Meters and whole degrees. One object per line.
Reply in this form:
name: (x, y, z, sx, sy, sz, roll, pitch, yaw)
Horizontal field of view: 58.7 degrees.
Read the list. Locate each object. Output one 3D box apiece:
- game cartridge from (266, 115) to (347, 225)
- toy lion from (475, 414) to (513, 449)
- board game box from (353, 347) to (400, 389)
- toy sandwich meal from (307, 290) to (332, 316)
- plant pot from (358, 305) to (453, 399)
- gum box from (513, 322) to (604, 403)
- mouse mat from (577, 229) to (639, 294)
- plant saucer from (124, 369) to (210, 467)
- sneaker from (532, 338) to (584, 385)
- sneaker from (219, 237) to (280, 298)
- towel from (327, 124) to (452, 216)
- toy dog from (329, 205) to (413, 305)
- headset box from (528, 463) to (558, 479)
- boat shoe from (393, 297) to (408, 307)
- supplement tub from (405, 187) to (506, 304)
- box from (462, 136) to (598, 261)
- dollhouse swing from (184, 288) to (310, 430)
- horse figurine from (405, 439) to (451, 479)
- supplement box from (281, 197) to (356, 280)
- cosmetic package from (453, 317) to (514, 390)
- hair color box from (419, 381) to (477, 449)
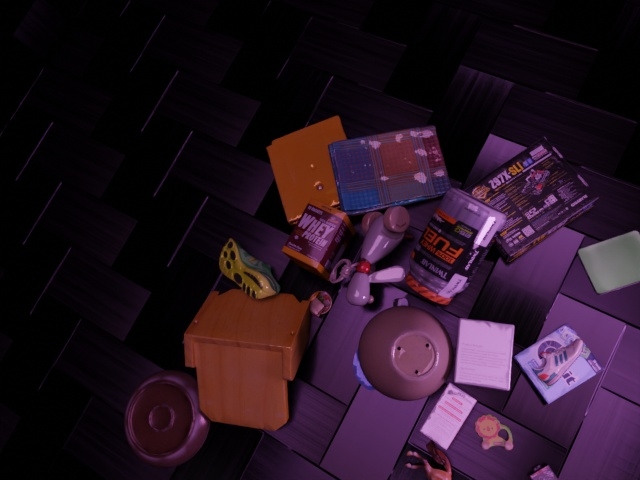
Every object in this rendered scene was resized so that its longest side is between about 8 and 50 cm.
game cartridge: (-0.019, -0.244, 1.971, 0.286, 0.052, 0.323, -20, 69, 8)
toy lion: (0.496, 0.550, 1.630, 0.100, 0.034, 0.096, -3, 66, 13)
board game box: (0.185, 0.382, 1.751, 0.169, 0.033, 0.133, -16, 71, 1)
toy sandwich meal: (-0.005, 0.203, 1.847, 0.086, 0.029, 0.085, -4, 74, 13)
plant pot: (0.255, 0.324, 1.632, 0.284, 0.191, 0.283, 0, 80, 1)
gum box: (0.680, 0.352, 1.633, 0.184, 0.041, 0.157, -34, 70, 3)
mouse mat: (0.880, 0.064, 1.684, 0.190, 0.007, 0.152, -20, 71, 9)
plant saucer: (-0.512, 0.580, 1.857, 0.311, 0.050, 0.310, -4, 73, 14)
sneaker: (0.663, 0.325, 1.591, 0.075, 0.057, 0.161, 40, 90, 14)
sneaker: (-0.240, 0.102, 1.899, 0.295, 0.124, 0.109, 45, 108, 38)
towel: (0.226, -0.237, 1.878, 0.371, 0.040, 0.271, -11, 73, 0)
toy dog: (0.193, 0.053, 1.775, 0.333, 0.161, 0.220, -60, 25, 5)
headset box: (0.620, 0.662, 1.565, 0.062, 0.032, 0.083, -33, 69, 2)
boat shoe: (0.246, 0.249, 1.770, 0.040, 0.049, 0.142, -5, 78, 49)
supplement tub: (0.391, 0.019, 1.686, 0.194, 0.194, 0.315, 31, 104, 19)
box: (0.638, -0.128, 1.761, 0.322, 0.079, 0.257, -35, 68, 2)
dollhouse swing: (-0.217, 0.378, 1.834, 0.347, 0.304, 0.315, 3, 33, 15)
horse figurine: (0.303, 0.710, 1.612, 0.175, 0.066, 0.263, 19, 82, 24)
supplement box: (0.000, 0.000, 1.818, 0.129, 0.191, 0.194, 26, 81, 19)
cosmetic package: (0.466, 0.329, 1.633, 0.151, 0.151, 0.183, 6, 77, 15)
hair color box: (0.373, 0.510, 1.657, 0.093, 0.053, 0.167, 32, 85, 21)
